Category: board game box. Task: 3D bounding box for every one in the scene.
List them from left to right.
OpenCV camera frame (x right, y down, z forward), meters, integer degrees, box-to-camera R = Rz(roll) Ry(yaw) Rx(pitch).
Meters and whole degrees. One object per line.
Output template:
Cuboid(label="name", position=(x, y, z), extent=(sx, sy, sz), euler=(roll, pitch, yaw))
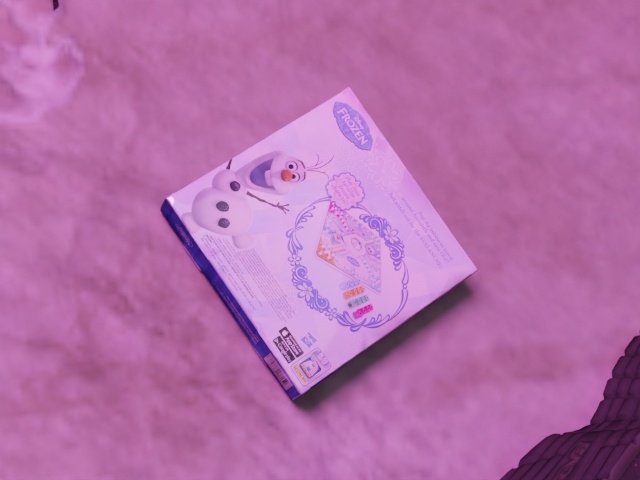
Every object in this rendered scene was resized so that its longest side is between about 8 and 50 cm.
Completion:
Cuboid(label="board game box", position=(0.000, 0.000, 0.518), extent=(0.090, 0.020, 0.090), euler=(-33, 86, -21))

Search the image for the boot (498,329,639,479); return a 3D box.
Cuboid(label="boot", position=(0.175, 0.111, 0.521), extent=(0.246, 0.083, 0.161), euler=(-38, 100, -22))
